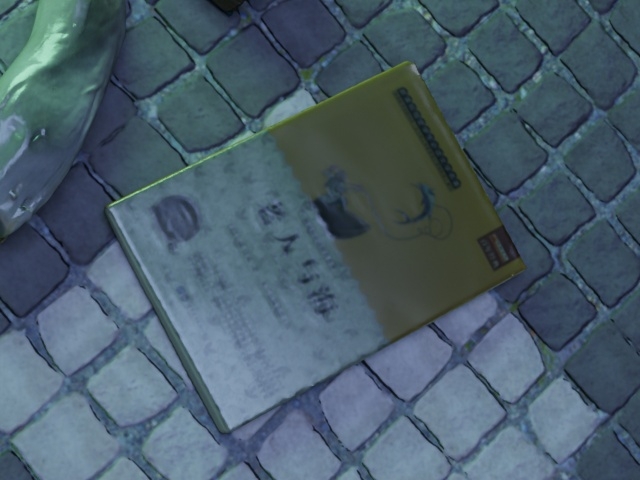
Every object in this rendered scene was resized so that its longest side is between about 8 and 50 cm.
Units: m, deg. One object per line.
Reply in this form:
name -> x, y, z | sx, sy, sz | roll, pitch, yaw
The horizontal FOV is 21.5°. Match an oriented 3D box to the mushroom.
mushroom -> -0.269, -0.166, 1.701 | 0.109, 0.097, 0.351 | 25, 66, -13

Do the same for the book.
book -> 0.000, 0.000, 1.773 | 0.389, 0.032, 0.269 | -28, 87, -21

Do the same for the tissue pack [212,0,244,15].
tissue pack -> -0.113, -0.341, 1.798 | 0.169, 0.082, 0.120 | 42, 67, -3
